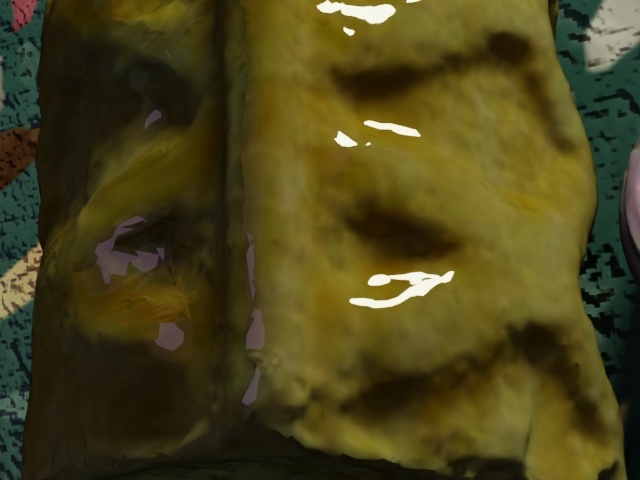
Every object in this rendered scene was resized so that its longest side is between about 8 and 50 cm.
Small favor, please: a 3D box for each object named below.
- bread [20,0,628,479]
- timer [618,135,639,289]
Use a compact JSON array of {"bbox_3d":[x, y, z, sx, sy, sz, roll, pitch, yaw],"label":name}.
[{"bbox_3d":[-0.005,0.001,0.544,0.196,0.238,0.252,138,142,-64],"label":"bread"},{"bbox_3d":[0.216,-0.038,0.488,0.190,0.069,0.208,30,91,39],"label":"timer"}]
